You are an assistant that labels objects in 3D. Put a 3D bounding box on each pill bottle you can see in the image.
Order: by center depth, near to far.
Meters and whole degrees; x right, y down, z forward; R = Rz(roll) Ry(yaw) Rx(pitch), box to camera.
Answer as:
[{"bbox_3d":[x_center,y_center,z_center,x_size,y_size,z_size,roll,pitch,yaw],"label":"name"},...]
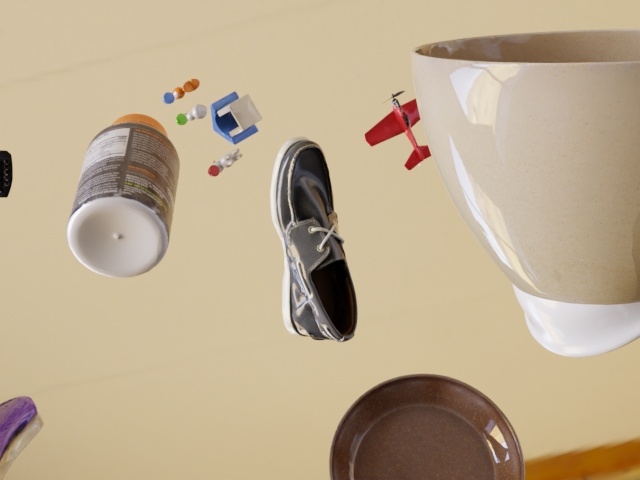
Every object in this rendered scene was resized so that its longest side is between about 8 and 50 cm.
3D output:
[{"bbox_3d":[-0.254,-0.071,1.798,0.131,0.245,0.130,0,-54,0],"label":"pill bottle"}]

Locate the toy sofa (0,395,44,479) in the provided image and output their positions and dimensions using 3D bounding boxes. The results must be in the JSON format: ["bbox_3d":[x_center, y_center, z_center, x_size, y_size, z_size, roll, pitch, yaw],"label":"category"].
[{"bbox_3d":[-0.382,0.198,1.131,0.177,0.362,0.150,-19,-69,16],"label":"toy sofa"}]

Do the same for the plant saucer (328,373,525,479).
[{"bbox_3d":[0.107,0.235,1.384,0.199,0.198,0.036,-11,-24,-7],"label":"plant saucer"}]

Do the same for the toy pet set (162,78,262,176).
[{"bbox_3d":[-0.141,-0.151,1.749,0.114,0.122,0.065,-34,8,-29],"label":"toy pet set"}]

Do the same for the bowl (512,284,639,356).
[{"bbox_3d":[0.368,0.002,1.869,0.298,0.297,0.134,-33,-56,26],"label":"bowl"}]

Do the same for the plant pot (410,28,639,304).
[{"bbox_3d":[0.213,-0.058,1.050,0.284,0.284,0.190,-5,-77,-15],"label":"plant pot"}]

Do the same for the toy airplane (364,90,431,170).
[{"bbox_3d":[0.147,-0.183,2.305,0.151,0.028,0.151,-9,-70,-27],"label":"toy airplane"}]

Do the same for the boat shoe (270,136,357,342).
[{"bbox_3d":[0.000,0.000,1.499,0.084,0.079,0.233,-18,-70,-37],"label":"boat shoe"}]

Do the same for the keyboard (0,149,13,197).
[{"bbox_3d":[-0.523,-0.077,1.877,0.192,0.038,0.100,1,-64,-7],"label":"keyboard"}]
